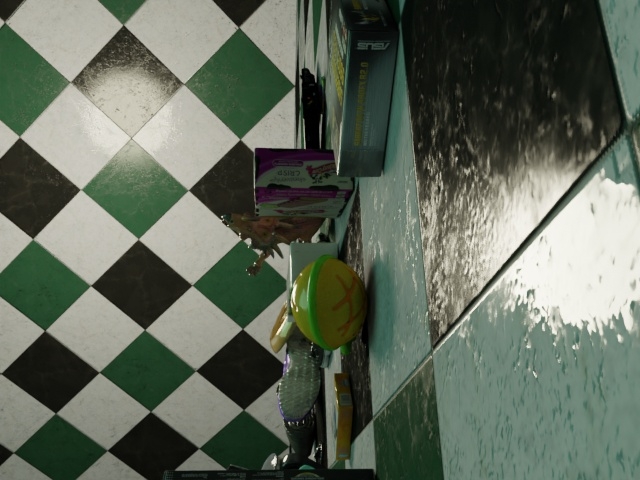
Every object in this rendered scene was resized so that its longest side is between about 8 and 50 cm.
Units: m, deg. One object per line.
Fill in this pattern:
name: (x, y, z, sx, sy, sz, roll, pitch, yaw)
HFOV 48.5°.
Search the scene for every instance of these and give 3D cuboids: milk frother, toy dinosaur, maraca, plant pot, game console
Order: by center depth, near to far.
maraca: (0.020, 0.091, 0.974, 0.186, 0.099, 0.127, 45, -130, -60)
toy dinosaur: (-0.067, -0.034, 1.488, 0.127, 0.295, 0.200, 63, 153, 3)
milk frother: (-0.057, 0.523, 1.642, 0.129, 0.134, 0.143, -57, 16, 12)
game console: (-0.027, -0.316, 1.790, 0.361, 0.043, 0.213, -93, 1, -56)
plant pot: (-0.078, 0.186, 1.883, 0.236, 0.032, 0.236, -60, 6, 11)

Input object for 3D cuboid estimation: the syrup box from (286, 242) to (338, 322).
syrup box: (-0.020, 0.090, 1.440, 0.237, 0.093, 0.097, 100, 168, -66)

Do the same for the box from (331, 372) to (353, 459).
box: (0.035, 0.298, 1.182, 0.081, 0.028, 0.136, -98, 7, -59)

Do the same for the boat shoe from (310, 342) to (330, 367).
boat shoe: (-0.002, 0.241, 1.546, 0.142, 0.040, 0.049, 99, 169, -63)

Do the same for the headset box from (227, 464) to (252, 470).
headset box: (-0.202, 0.769, 1.891, 0.283, 0.131, 0.247, 79, -152, -56)

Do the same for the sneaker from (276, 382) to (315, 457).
sneaker: (-0.068, 0.502, 2.034, 0.286, 0.108, 0.130, -95, 0, -64)

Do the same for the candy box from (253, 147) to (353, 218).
candy box: (-0.035, -0.093, 1.222, 0.233, 0.159, 0.071, 113, 157, -81)

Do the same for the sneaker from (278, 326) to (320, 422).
sneaker: (-0.051, 0.371, 1.842, 0.293, 0.102, 0.146, -84, -2, -52)

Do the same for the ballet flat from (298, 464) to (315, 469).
ballet flat: (-0.005, 0.593, 1.474, 0.087, 0.083, 0.248, -35, 51, 54)

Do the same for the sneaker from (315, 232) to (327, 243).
sneaker: (0.000, 0.000, 1.578, 0.083, 0.031, 0.037, 145, 124, -84)

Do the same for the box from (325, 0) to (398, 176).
box: (0.043, -0.216, 0.883, 0.231, 0.056, 0.183, -95, 8, -52)

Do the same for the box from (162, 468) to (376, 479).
box: (-0.066, 0.396, 0.928, 0.060, 0.269, 0.216, -96, 8, -60)

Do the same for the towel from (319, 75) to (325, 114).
towel: (0.004, -0.341, 1.669, 0.060, 0.009, 0.083, -99, 10, -66)
